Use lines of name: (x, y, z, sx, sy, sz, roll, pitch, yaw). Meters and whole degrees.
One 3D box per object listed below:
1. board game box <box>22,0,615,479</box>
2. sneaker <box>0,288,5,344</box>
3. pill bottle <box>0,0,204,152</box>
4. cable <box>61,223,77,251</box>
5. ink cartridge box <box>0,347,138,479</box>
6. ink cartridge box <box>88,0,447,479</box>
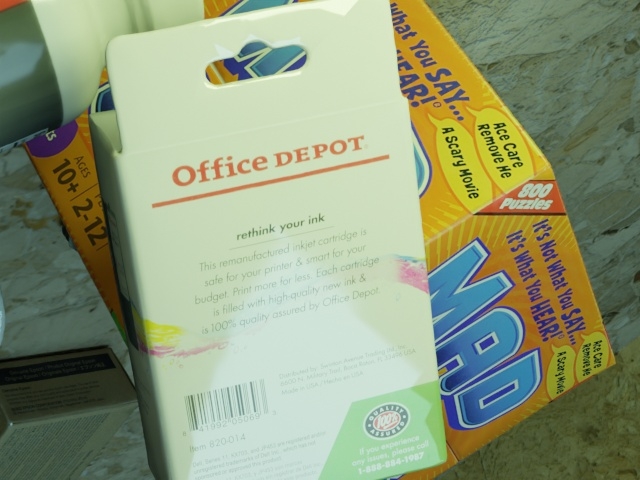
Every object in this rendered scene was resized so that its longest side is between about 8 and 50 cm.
board game box: (0.000, 0.000, 1.508, 0.356, 0.356, 0.356, -32, 145, -1)
sneaker: (-0.386, 0.101, 1.674, 0.094, 0.080, 0.212, 3, 142, -34)
pill bottle: (-0.280, -0.148, 1.140, 0.363, 0.210, 0.210, -26, 156, -15)
cable: (-0.119, -0.041, 1.713, 0.287, 0.072, 0.139, -13, 148, -38)
ink cartridge box: (-0.352, 0.233, 1.946, 0.193, 0.088, 0.234, -6, 145, -48)
ink cartridge box: (-0.040, 0.002, 1.169, 0.207, 0.119, 0.353, -12, 111, -14)
